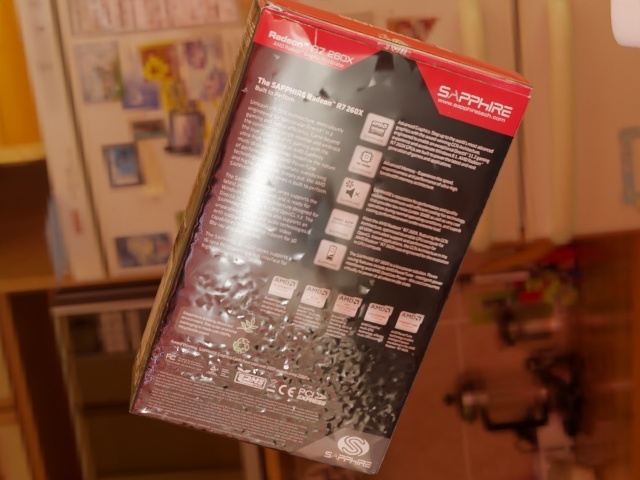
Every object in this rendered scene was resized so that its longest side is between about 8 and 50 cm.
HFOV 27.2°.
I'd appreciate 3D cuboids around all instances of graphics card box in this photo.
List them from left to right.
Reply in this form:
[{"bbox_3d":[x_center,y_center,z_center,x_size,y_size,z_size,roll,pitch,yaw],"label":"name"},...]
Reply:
[{"bbox_3d":[0.000,0.000,1.113,0.094,0.233,0.370,-109,36,-69],"label":"graphics card box"}]

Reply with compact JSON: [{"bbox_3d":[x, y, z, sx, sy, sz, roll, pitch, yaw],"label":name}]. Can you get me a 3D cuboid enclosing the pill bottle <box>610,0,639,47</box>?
[{"bbox_3d":[0.216,-0.122,0.641,0.078,0.137,0.078,7,-90,-66],"label":"pill bottle"}]
